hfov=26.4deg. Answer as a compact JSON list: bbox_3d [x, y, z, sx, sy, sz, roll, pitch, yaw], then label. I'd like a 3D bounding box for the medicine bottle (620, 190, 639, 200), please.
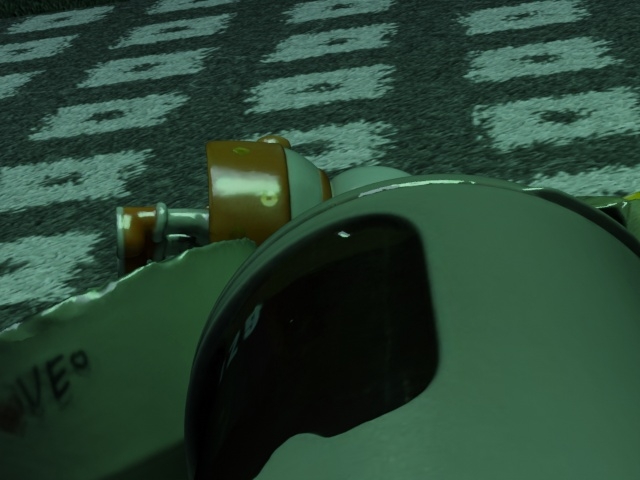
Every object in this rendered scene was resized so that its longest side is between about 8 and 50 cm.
[{"bbox_3d":[0.212,0.005,0.874,0.309,0.076,0.111,-14,12,-10],"label":"medicine bottle"}]

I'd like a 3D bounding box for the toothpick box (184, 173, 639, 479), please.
[{"bbox_3d":[0.055,0.128,0.433,0.229,0.229,0.316,-8,21,4],"label":"toothpick box"}]

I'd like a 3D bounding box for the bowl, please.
[{"bbox_3d":[-0.101,0.095,0.652,0.211,0.112,0.211,-28,-6,-3],"label":"bowl"}]

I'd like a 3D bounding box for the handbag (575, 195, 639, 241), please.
[{"bbox_3d":[0.202,0.023,0.699,0.316,0.109,0.253,-6,-6,4],"label":"handbag"}]

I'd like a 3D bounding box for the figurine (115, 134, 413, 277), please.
[{"bbox_3d":[-0.004,-0.008,0.930,0.271,0.143,0.143,-16,21,-13],"label":"figurine"}]
